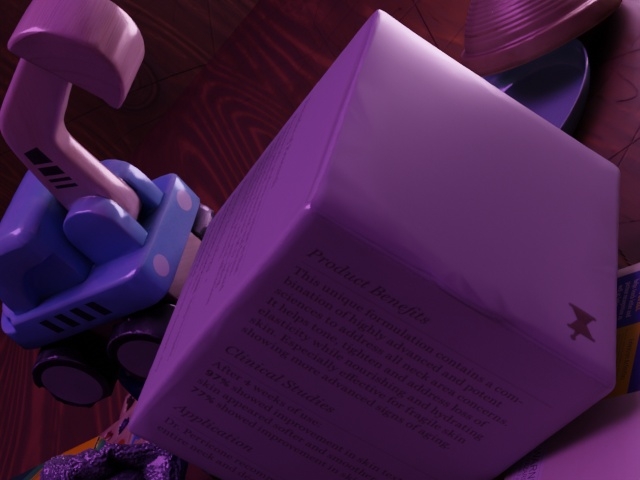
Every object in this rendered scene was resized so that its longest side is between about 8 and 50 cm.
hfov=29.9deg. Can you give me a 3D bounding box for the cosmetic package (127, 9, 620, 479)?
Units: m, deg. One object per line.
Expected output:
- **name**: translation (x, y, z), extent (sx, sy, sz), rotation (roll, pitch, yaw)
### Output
- **cosmetic package**: translation (0.060, 0.058, 1.244), extent (0.394, 0.329, 0.327), rotation (-48, 16, 40)

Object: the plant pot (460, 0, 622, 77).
- **plant pot**: translation (0.292, -0.332, 1.677), extent (0.237, 0.110, 0.237), rotation (-27, 14, 7)

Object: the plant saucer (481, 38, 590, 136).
- **plant saucer**: translation (0.256, -0.149, 1.659), extent (0.317, 0.043, 0.318), rotation (-42, 24, 24)

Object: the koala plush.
- **koala plush**: translation (-0.297, 0.416, 1.699), extent (0.196, 0.203, 0.221), rotation (125, 144, -59)

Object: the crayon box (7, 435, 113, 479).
- **crayon box**: translation (-0.456, 0.524, 1.907), extent (0.313, 0.106, 0.363), rotation (-31, 33, 42)

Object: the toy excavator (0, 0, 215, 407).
- **toy excavator**: translation (-0.283, -0.041, 1.404), extent (0.432, 0.445, 0.222), rotation (-21, 39, 34)

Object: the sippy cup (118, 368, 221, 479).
- **sippy cup**: translation (-0.153, 0.180, 1.645), extent (0.305, 0.224, 0.240), rotation (-21, 40, 38)

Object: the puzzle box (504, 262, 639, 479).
- **puzzle box**: translation (0.285, 0.182, 1.079), extent (0.272, 0.052, 0.409), rotation (-26, 33, 48)

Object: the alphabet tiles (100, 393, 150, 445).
- **alphabet tiles**: translation (-0.314, 0.351, 2.041), extent (0.285, 0.011, 0.343), rotation (-39, 25, 30)
